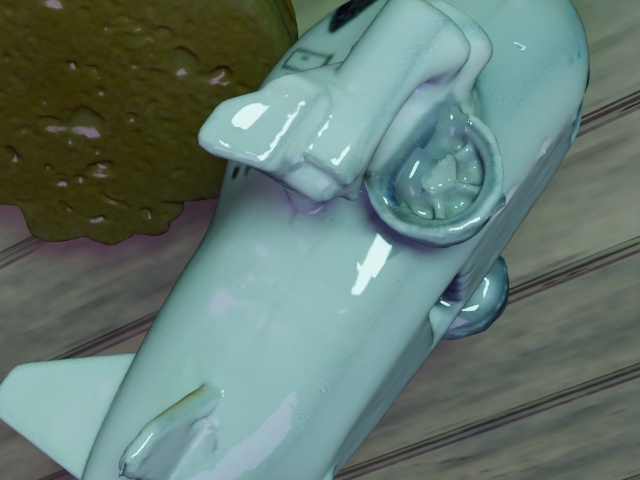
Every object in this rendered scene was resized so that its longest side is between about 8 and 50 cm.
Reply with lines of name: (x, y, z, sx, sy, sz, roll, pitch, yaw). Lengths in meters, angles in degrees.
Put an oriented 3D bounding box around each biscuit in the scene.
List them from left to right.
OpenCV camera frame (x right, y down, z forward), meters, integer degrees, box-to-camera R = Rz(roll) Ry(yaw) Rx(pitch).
biscuit: (-0.090, -0.067, 0.639, 0.170, 0.050, 0.170, 3, 139, 3)

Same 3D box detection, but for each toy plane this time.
toy plane: (0.000, 0.000, 0.573, 0.117, 0.245, 0.244, 35, 135, 15)
